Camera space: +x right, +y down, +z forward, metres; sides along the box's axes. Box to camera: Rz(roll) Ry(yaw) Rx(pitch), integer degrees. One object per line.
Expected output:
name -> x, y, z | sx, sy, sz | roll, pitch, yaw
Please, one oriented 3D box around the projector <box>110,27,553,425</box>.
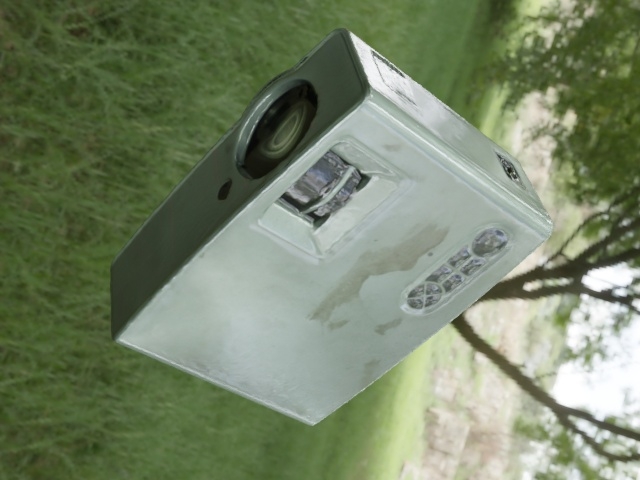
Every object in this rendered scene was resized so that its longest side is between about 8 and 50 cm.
projector -> 0.000, 0.000, 0.398 | 0.147, 0.115, 0.061 | -43, -140, 23
